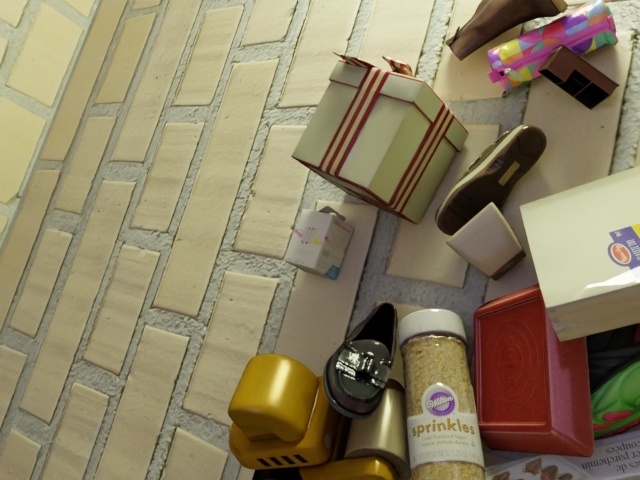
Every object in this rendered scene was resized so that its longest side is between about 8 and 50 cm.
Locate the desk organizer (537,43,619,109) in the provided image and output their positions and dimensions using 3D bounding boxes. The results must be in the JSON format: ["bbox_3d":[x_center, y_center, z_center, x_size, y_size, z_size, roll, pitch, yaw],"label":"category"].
[{"bbox_3d":[0.469,-0.296,1.043,0.130,0.047,0.050,34,97,-5],"label":"desk organizer"}]

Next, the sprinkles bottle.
[{"bbox_3d":[0.199,0.291,0.940,0.121,0.121,0.355,-21,47,26],"label":"sprinkles bottle"}]

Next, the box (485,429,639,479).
[{"bbox_3d":[0.390,0.351,0.858,0.324,0.067,0.063,-27,38,26],"label":"box"}]

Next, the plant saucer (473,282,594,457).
[{"bbox_3d":[0.312,0.196,0.897,0.259,0.047,0.258,134,143,-66],"label":"plant saucer"}]

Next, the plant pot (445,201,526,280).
[{"bbox_3d":[0.312,0.011,1.042,0.109,0.109,0.096,-44,65,12],"label":"plant pot"}]

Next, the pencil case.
[{"bbox_3d":[0.442,-0.372,1.105,0.236,0.104,0.104,-23,60,25],"label":"pencil case"}]

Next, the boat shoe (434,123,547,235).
[{"bbox_3d":[0.320,-0.116,1.104,0.257,0.095,0.095,-44,17,8],"label":"boat shoe"}]

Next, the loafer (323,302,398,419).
[{"bbox_3d":[0.081,0.194,1.005,0.109,0.302,0.095,26,109,6],"label":"loafer"}]

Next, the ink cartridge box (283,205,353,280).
[{"bbox_3d":[0.000,0.000,1.257,0.090,0.092,0.143,13,78,37],"label":"ink cartridge box"}]

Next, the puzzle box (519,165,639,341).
[{"bbox_3d":[0.437,-0.011,0.808,0.272,0.409,0.052,-19,105,21],"label":"puzzle box"}]

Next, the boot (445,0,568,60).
[{"bbox_3d":[0.366,-0.434,1.152,0.207,0.090,0.248,-42,24,19],"label":"boot"}]

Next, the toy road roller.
[{"bbox_3d":[-0.014,0.319,1.010,0.329,0.241,0.202,-15,30,24],"label":"toy road roller"}]

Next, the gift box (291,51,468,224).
[{"bbox_3d":[0.111,-0.222,1.171,0.276,0.255,0.258,30,92,34],"label":"gift box"}]

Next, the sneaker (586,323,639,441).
[{"bbox_3d":[0.487,0.100,0.807,0.483,0.185,0.202,-43,47,25],"label":"sneaker"}]
